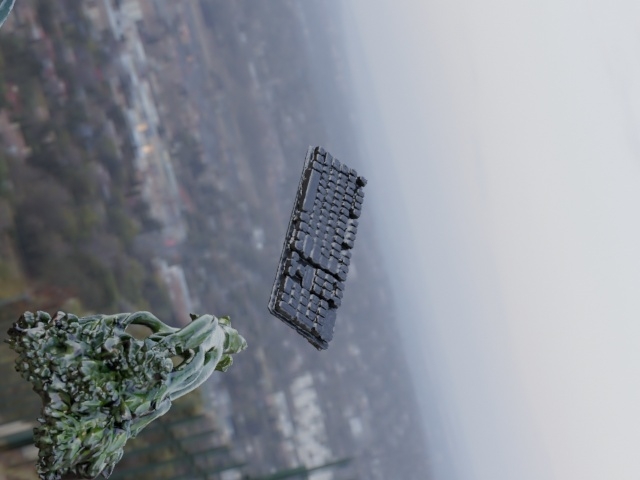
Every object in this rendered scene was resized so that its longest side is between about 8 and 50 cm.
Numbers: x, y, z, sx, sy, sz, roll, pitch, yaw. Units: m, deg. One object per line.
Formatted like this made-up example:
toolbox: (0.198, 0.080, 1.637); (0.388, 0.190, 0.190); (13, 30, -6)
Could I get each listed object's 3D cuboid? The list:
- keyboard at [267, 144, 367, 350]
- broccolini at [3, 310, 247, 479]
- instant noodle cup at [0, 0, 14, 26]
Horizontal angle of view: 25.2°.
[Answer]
keyboard: (0.001, 0.000, 1.325); (0.072, 0.023, 0.231); (39, 38, -22)
broccolini: (-0.046, 0.042, 0.482); (0.194, 0.052, 0.054); (7, 64, -77)
instant noodle cup: (-0.210, -0.141, 0.596); (0.070, 0.157, 0.179); (18, 51, -53)
